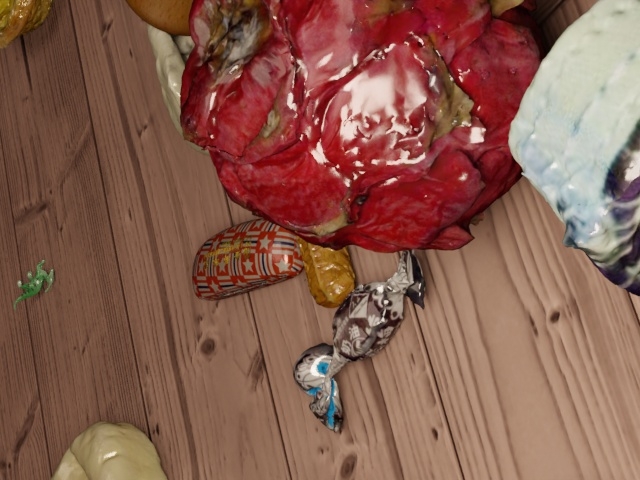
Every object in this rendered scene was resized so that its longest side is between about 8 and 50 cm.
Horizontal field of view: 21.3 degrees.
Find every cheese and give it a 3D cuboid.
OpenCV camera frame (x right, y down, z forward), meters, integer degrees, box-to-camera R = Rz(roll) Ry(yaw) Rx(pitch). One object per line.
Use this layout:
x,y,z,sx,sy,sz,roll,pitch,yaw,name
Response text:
-0.264,0.343,2.007,0.159,0.093,0.263,39,113,49,cheese

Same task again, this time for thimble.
0.256,-0.074,1.211,0.237,0.237,0.150,-61,40,26,thimble

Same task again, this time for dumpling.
-0.107,-0.168,1.832,0.132,0.162,0.250,-54,35,34,dumpling

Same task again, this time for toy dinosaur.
-0.386,0.065,2.316,0.062,0.021,0.083,23,101,42,toy dinosaur

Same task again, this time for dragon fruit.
0.038,-0.140,1.455,0.329,0.329,0.329,-18,67,53,dragon fruit

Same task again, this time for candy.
0.045,0.091,1.653,0.094,0.051,0.226,55,129,33,candy

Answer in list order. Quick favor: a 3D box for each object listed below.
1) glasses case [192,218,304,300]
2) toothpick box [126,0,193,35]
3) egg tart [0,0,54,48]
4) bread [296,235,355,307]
-0.084,0.018,1.855,0.194,0.049,0.073,-19,67,53,glasses case
-0.108,-0.322,1.668,0.294,0.192,0.192,127,141,-64,toothpick box
-0.435,-0.358,2.440,0.191,0.074,0.191,-18,67,52,egg tart
0.000,0.000,1.740,0.052,0.044,0.157,-51,44,41,bread
